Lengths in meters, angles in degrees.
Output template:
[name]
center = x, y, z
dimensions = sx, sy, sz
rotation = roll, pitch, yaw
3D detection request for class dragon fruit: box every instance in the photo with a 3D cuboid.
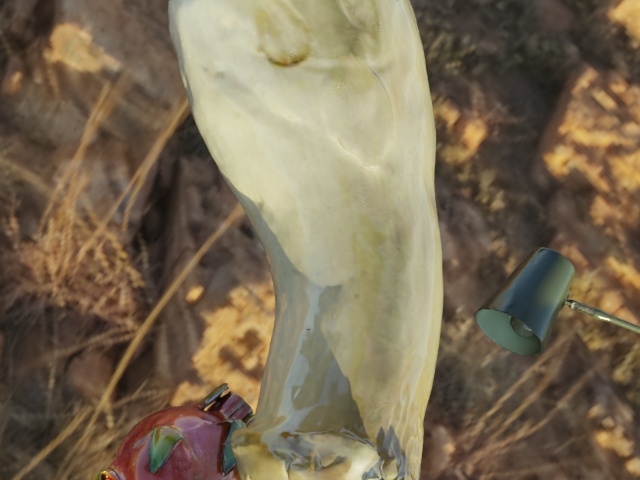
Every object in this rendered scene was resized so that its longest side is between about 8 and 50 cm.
[dragon fruit]
center = -0.076, 0.132, 0.807
dimensions = 0.081, 0.086, 0.116
rotation = 34, 65, 9

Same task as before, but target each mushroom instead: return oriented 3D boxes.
[mushroom]
center = 0.003, 0.001, 0.500
dimensions = 0.092, 0.081, 0.223
rotation = 0, 80, -47

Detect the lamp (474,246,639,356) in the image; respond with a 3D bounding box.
[lamp]
center = 0.129, 0.044, 0.588
dimensions = 0.121, 0.041, 0.054
rotation = 35, 67, 0
